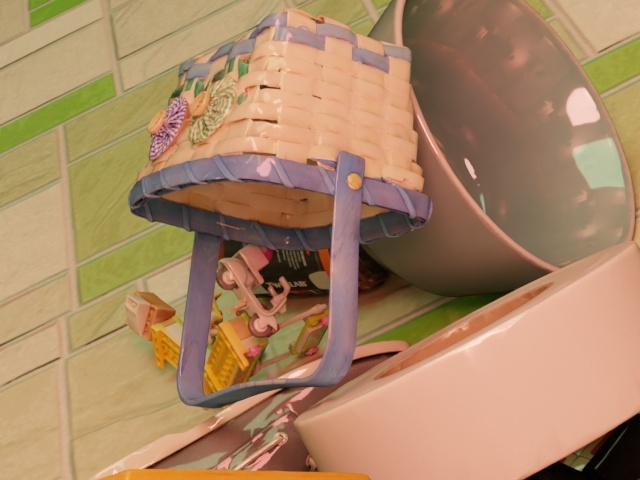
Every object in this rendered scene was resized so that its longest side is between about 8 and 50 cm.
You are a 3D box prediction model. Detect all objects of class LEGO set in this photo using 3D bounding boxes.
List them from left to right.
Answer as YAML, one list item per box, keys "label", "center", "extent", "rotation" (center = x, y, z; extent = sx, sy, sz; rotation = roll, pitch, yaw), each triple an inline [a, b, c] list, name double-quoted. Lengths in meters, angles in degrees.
- label: "LEGO set"
  center: [-0.078, 0.079, 1.667]
  extent: [0.107, 0.132, 0.287]
  rotation: [-23, 1, -26]

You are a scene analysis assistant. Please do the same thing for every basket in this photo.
- label: "basket"
  center: [-0.039, -0.017, 1.416]
  extent: [0.255, 0.201, 0.289]
  rotation: [-19, 67, 56]

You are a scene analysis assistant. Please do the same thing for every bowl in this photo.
- label: "bowl"
  center: [0.119, -0.073, 1.586]
  extent: [0.163, 0.311, 0.311]
  rotation: [-32, 23, 34]

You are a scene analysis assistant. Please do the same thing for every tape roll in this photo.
- label: "tape roll"
  center: [0.125, 0.107, 1.300]
  extent: [0.286, 0.100, 0.286]
  rotation: [-29, -1, 0]

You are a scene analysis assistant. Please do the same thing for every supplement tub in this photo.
- label: "supplement tub"
  center: [0.000, 0.000, 1.720]
  extent: [0.198, 0.106, 0.106]
  rotation: [-5, 36, 36]

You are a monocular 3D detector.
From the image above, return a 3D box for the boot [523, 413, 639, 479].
- label: "boot"
  center: [0.199, 0.163, 1.275]
  extent: [0.099, 0.121, 0.045]
  rotation: [-45, 44, -11]

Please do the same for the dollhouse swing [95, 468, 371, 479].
- label: "dollhouse swing"
  center: [-0.151, 0.329, 1.094]
  extent: [0.347, 0.315, 0.305]
  rotation: [-25, 68, 34]

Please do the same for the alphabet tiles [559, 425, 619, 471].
- label: "alphabet tiles"
  center: [0.138, 0.167, 1.433]
  extent: [0.198, 0.009, 0.237]
  rotation: [-42, 31, -24]

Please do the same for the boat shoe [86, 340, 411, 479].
- label: "boat shoe"
  center: [-0.051, 0.188, 1.507]
  extent: [0.319, 0.116, 0.099]
  rotation: [-26, 71, -10]
